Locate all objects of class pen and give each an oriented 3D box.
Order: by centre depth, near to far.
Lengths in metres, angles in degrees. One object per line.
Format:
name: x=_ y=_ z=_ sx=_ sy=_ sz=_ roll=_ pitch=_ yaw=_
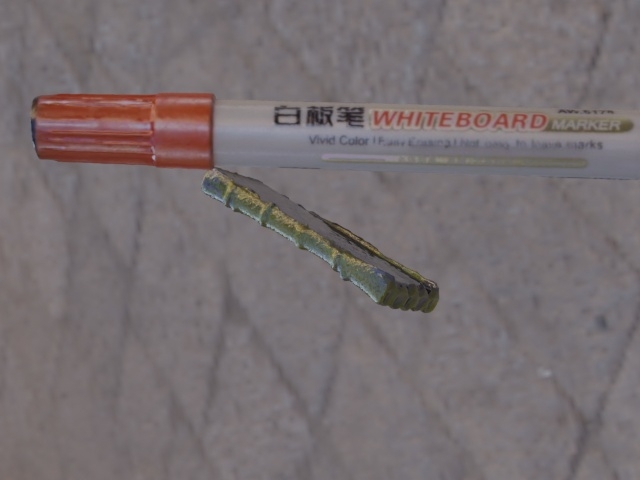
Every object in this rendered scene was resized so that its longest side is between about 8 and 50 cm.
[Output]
pen: x=0.017 y=-0.037 z=0.636 sx=0.028 sy=0.239 sz=0.028 roll=2 pitch=-90 yaw=-89

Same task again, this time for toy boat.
toy boat: x=0.000 y=0.000 z=0.852 sx=0.115 sy=0.063 sz=0.016 roll=31 pitch=98 yaw=27
